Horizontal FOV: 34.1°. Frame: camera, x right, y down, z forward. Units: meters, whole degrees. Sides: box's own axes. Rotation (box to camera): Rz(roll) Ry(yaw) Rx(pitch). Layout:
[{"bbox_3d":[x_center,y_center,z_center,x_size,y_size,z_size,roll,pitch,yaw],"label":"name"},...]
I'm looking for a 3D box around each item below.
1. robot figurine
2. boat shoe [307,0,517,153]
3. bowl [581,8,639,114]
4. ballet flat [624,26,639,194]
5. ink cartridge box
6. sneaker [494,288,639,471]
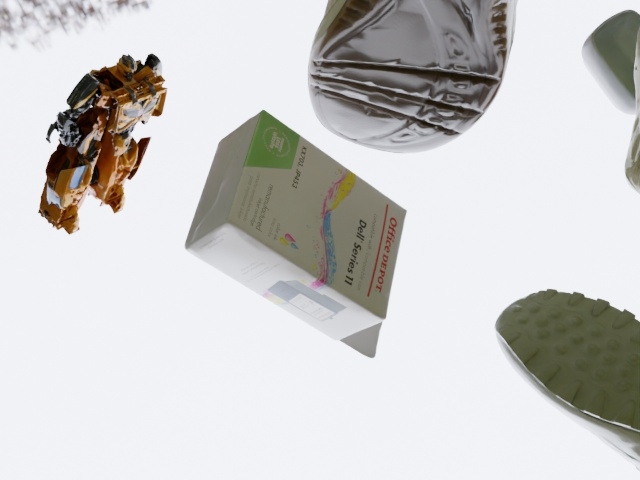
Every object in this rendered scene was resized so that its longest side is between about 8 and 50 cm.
[{"bbox_3d":[-0.319,-0.150,1.559,0.085,0.291,0.211,41,-141,13],"label":"robot figurine"},{"bbox_3d":[0.060,-0.153,0.564,0.109,0.302,0.098,13,-118,1],"label":"boat shoe"},{"bbox_3d":[0.433,-0.245,1.467,0.142,0.053,0.142,-34,-94,-37],"label":"bowl"},{"bbox_3d":[0.420,-0.166,1.250,0.086,0.248,0.086,-1,-160,0],"label":"ballet flat"},{"bbox_3d":[0.000,0.000,1.498,0.119,0.353,0.207,-29,-142,45],"label":"ink cartridge box"},{"bbox_3d":[0.217,0.119,0.704,0.235,0.095,0.090,33,-117,29],"label":"sneaker"}]
